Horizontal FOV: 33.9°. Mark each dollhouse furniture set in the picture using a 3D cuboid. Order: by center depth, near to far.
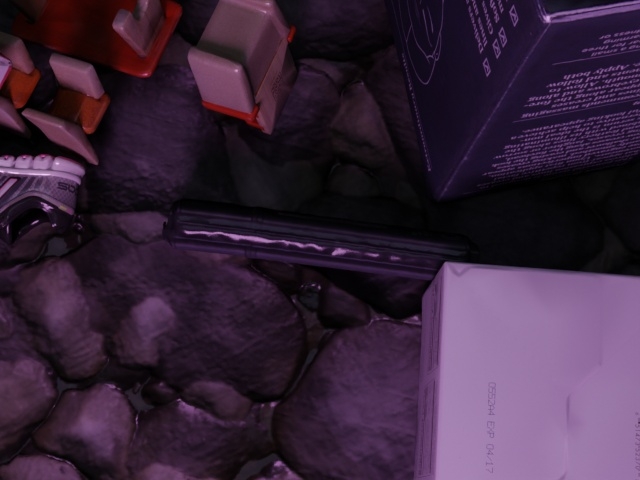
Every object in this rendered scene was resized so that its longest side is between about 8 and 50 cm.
[{"bbox_3d":[-0.161,-0.190,0.968,0.259,0.135,0.262,20,75,14],"label":"dollhouse furniture set"}]

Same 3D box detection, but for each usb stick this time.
[{"bbox_3d":[0.000,0.000,0.936,0.278,0.077,0.045,7,96,-2],"label":"usb stick"}]

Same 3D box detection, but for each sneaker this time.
[{"bbox_3d":[-0.295,-0.033,0.933,0.170,0.063,0.074,-3,76,-5],"label":"sneaker"}]

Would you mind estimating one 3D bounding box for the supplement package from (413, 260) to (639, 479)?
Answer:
[{"bbox_3d":[0.186,0.166,0.866,0.204,0.145,0.261,5,76,-1],"label":"supplement package"}]

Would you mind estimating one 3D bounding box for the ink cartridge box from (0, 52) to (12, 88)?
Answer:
[{"bbox_3d":[-0.431,-0.143,0.861,0.283,0.117,0.207,36,104,10],"label":"ink cartridge box"}]

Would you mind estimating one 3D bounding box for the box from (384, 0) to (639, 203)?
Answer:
[{"bbox_3d":[0.186,-0.234,0.840,0.212,0.395,0.293,-11,77,-7],"label":"box"}]
